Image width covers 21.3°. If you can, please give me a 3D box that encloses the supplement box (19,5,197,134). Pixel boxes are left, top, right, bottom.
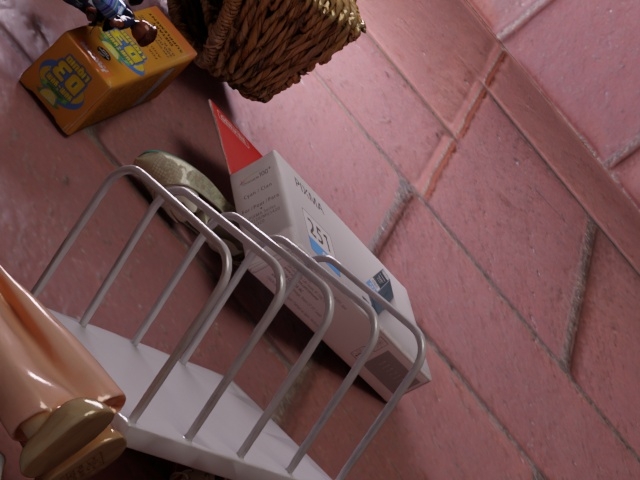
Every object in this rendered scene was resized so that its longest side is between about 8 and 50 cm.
[{"bbox_3d":[-0.213,-0.178,1.743,0.078,0.080,0.233,49,24,0],"label":"supplement box"}]

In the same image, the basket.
[{"bbox_3d":[-0.115,-0.339,1.997,0.223,0.213,0.299,30,36,-48],"label":"basket"}]

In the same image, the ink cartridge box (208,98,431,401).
[{"bbox_3d":[0.000,0.000,1.839,0.296,0.066,0.261,46,21,-45],"label":"ink cartridge box"}]

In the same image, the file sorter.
[{"bbox_3d":[-0.078,0.077,1.412,0.277,0.173,0.193,26,10,-48],"label":"file sorter"}]

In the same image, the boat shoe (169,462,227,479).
[{"bbox_3d":[-0.106,0.213,1.396,0.043,0.049,0.137,32,34,-36],"label":"boat shoe"}]

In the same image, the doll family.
[{"bbox_3d":[-0.213,-0.250,1.669,0.111,0.076,0.193,45,27,-28],"label":"doll family"}]

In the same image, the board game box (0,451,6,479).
[{"bbox_3d":[-0.316,0.119,1.001,0.316,0.064,0.242,55,17,-30],"label":"board game box"}]

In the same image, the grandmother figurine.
[{"bbox_3d":[-0.265,0.026,1.250,0.342,0.104,0.208,53,-21,19],"label":"grandmother figurine"}]

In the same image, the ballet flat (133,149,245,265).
[{"bbox_3d":[-0.123,-0.031,1.728,0.168,0.057,0.052,37,36,-33],"label":"ballet flat"}]
